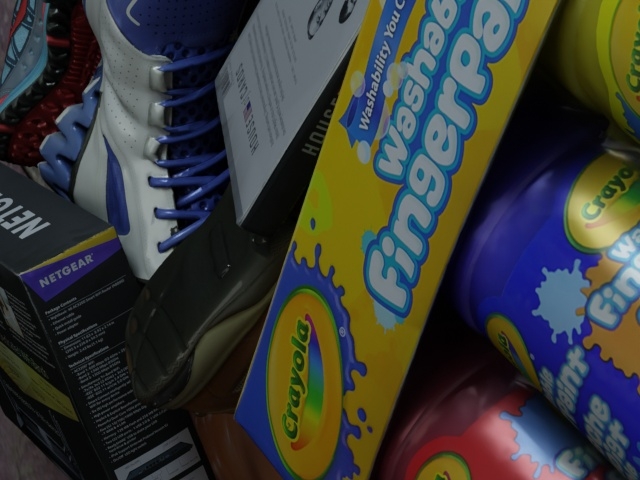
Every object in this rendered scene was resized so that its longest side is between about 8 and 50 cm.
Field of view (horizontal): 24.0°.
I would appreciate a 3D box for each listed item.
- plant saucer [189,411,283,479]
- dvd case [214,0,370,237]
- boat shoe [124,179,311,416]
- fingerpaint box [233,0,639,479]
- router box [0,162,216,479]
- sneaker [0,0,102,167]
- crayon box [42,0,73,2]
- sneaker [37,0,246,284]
[{"bbox_3d":[-0.031,0.146,1.118,0.200,0.037,0.200,20,115,49],"label":"plant saucer"},{"bbox_3d":[0.009,-0.142,0.885,0.239,0.029,0.179,-57,24,27],"label":"dvd case"},{"bbox_3d":[0.000,0.000,0.976,0.324,0.120,0.123,-46,35,30],"label":"boat shoe"},{"bbox_3d":[0.161,0.033,0.733,0.371,0.163,0.445,48,133,35],"label":"fingerpaint box"},{"bbox_3d":[-0.214,0.075,1.204,0.309,0.081,0.243,25,139,56],"label":"router box"},{"bbox_3d":[-0.203,-0.167,1.231,0.262,0.104,0.125,-54,38,41],"label":"sneaker"},{"bbox_3d":[-0.176,-0.355,1.041,0.203,0.083,0.323,122,139,-68],"label":"crayon box"},{"bbox_3d":[-0.094,-0.073,1.086,0.182,0.127,0.315,56,144,22],"label":"sneaker"}]
